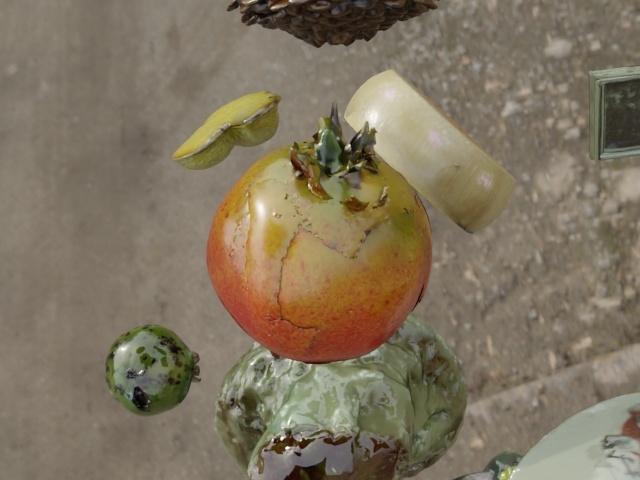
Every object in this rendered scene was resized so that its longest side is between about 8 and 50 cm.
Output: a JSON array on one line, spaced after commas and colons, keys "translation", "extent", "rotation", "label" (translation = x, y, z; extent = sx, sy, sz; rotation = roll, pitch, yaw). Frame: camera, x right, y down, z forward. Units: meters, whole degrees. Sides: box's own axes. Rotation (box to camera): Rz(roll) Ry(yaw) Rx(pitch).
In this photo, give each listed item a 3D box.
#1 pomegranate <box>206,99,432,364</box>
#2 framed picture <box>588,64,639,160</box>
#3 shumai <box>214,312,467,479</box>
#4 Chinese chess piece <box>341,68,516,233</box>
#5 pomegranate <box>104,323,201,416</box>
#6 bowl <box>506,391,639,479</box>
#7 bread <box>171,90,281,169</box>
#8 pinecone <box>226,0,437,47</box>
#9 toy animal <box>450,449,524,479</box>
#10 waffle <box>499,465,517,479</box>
[{"translation": [0.000, 0.000, 1.107], "extent": [0.210, 0.235, 0.210], "rotation": [3, 37, -2], "label": "pomegranate"}, {"translation": [0.326, -0.115, 1.057], "extent": [0.183, 0.142, 0.011], "rotation": [-6, 62, 9], "label": "framed picture"}, {"translation": [0.034, 0.296, 1.812], "extent": [0.398, 0.324, 0.323], "rotation": [-10, 20, 2], "label": "shumai"}, {"translation": [0.146, -0.119, 1.615], "extent": [0.097, 0.251, 0.251], "rotation": [-48, 51, 9], "label": "Chinese chess piece"}, {"translation": [-0.213, 0.170, 1.617], "extent": [0.122, 0.161, 0.122], "rotation": [-1, 87, 35], "label": "pomegranate"}, {"translation": [0.306, 0.295, 0.993], "extent": [0.337, 0.157, 0.337], "rotation": [0, 88, -4], "label": "bowl"}, {"translation": [-0.120, -0.141, 1.661], "extent": [0.149, 0.065, 0.188], "rotation": [-42, 20, -29], "label": "bread"}, {"translation": [0.007, -0.343, 1.243], "extent": [0.246, 0.292, 0.246], "rotation": [-11, 11, 2], "label": "pinecone"}, {"translation": [0.319, 0.393, 1.920], "extent": [0.127, 0.251, 0.125], "rotation": [-52, 23, 36], "label": "toy animal"}, {"translation": [0.294, 0.470, 1.610], "extent": [0.073, 0.317, 0.297], "rotation": [-25, 24, 15], "label": "waffle"}]
